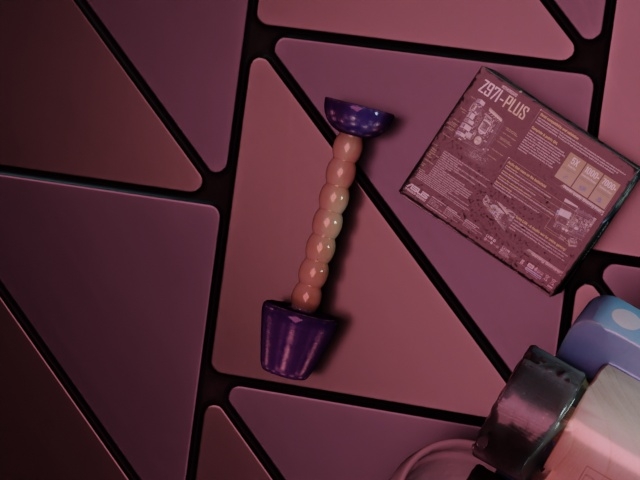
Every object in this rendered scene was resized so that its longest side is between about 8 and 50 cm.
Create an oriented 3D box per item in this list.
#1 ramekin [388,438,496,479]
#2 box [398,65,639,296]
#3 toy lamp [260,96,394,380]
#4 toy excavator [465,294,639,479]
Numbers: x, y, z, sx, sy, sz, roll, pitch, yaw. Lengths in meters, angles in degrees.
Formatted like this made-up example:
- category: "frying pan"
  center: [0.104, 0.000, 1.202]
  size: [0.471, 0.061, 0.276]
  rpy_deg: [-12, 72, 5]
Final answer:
- category: "ramekin"
  center: [0.122, 0.299, 1.753]
  size: [0.207, 0.207, 0.109]
  rpy_deg: [55, 134, 7]
- category: "box"
  center: [0.191, -0.056, 1.790]
  size: [0.180, 0.077, 0.147]
  rpy_deg: [34, 99, 11]
- category: "toy lamp"
  center: [0.000, 0.000, 1.840]
  size: [0.080, 0.080, 0.274]
  rpy_deg: [16, 92, 13]
- category: "toy excavator"
  center: [0.313, 0.106, 1.669]
  size: [0.222, 0.445, 0.433]
  rpy_deg: [29, 126, 10]
